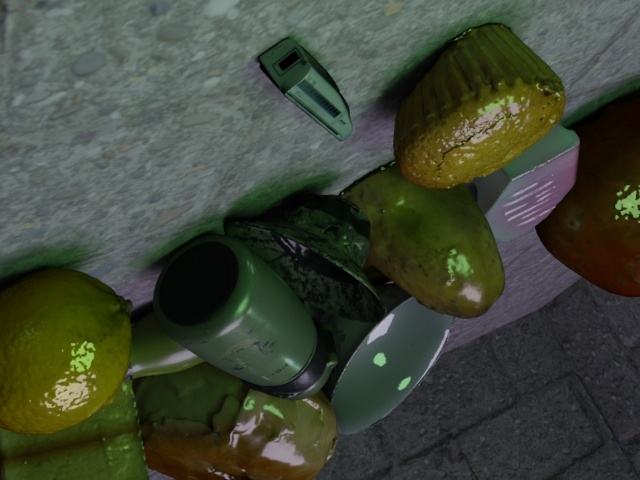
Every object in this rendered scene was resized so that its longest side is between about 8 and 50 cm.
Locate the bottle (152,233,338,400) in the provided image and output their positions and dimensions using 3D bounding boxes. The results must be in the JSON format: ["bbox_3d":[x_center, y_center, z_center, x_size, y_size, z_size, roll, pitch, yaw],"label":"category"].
[{"bbox_3d":[-0.095,0.134,1.484,0.168,0.168,0.347,-31,143,9],"label":"bottle"}]

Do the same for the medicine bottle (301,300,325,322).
[{"bbox_3d":[-0.017,0.180,2.048,0.121,0.122,0.212,-22,154,-23],"label":"medicine bottle"}]

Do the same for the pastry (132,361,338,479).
[{"bbox_3d":[-0.168,0.304,1.789,0.409,0.245,0.409,9,152,5],"label":"pastry"}]

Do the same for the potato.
[{"bbox_3d":[0.180,0.008,1.586,0.229,0.266,0.229,-30,164,-9],"label":"potato"}]

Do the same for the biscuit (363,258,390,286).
[{"bbox_3d":[0.166,0.020,1.947,0.350,0.070,0.394,-36,163,26],"label":"biscuit"}]

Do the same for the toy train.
[{"bbox_3d":[0.002,-0.161,1.115,0.048,0.055,0.252,-41,164,8],"label":"toy train"}]

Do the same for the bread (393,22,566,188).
[{"bbox_3d":[0.193,-0.161,1.276,0.240,0.139,0.240,-26,164,-8],"label":"bread"}]

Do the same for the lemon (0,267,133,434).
[{"bbox_3d":[-0.331,0.136,1.214,0.231,0.192,0.192,-29,165,-2],"label":"lemon"}]

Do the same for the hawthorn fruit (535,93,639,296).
[{"bbox_3d":[0.610,-0.061,1.887,0.402,0.403,0.403,-27,165,-8],"label":"hawthorn fruit"}]

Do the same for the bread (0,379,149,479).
[{"bbox_3d":[-0.425,0.374,1.705,0.244,0.233,0.362,-10,166,-12],"label":"bread"}]

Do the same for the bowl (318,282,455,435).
[{"bbox_3d":[0.090,0.196,1.935,0.345,0.157,0.345,-35,146,-27],"label":"bowl"}]

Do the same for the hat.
[{"bbox_3d":[0.000,0.000,1.439,0.265,0.265,0.128,102,13,-70],"label":"hat"}]

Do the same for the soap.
[{"bbox_3d":[0.341,-0.107,1.735,0.193,0.109,0.324,-27,161,2],"label":"soap"}]

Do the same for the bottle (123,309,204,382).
[{"bbox_3d":[-0.226,0.151,1.597,0.260,0.112,0.112,-22,164,-21],"label":"bottle"}]
